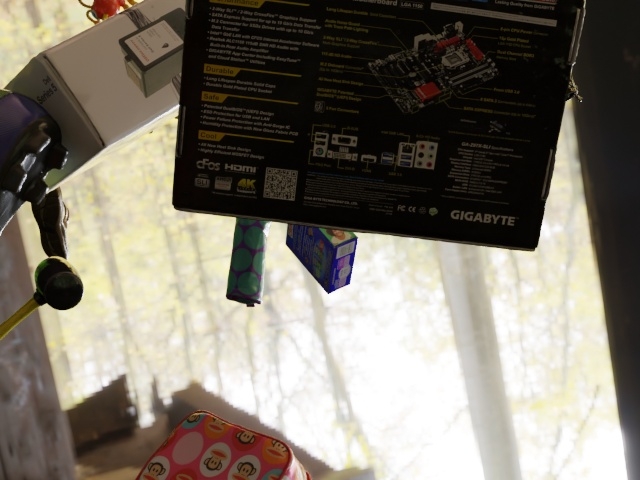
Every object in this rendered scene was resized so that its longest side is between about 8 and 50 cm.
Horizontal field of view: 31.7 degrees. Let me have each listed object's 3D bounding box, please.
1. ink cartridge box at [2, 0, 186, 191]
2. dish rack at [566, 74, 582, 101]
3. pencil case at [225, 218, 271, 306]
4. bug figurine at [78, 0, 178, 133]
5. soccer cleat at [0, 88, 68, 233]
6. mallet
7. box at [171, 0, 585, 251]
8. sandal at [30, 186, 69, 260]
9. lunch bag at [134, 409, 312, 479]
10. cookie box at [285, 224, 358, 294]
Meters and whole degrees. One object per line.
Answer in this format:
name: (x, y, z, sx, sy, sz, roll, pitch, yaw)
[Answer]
ink cartridge box: (-0.205, -0.175, 1.223, 0.273, 0.115, 0.198, -38, -171, -36)
dish rack: (0.205, -0.148, 1.314, 0.208, 0.074, 0.271, -36, -176, 16)
pencil case: (-0.117, 0.030, 1.863, 0.064, 0.152, 0.070, 4, 166, 11)
bug figurine: (-0.231, -0.294, 1.540, 0.072, 0.279, 0.216, 5, -128, 19)
soccer cleat: (-0.363, -0.020, 1.078, 0.121, 0.289, 0.093, 34, 172, 18)
mallet: (-0.291, 0.083, 1.004, 0.189, 0.039, 0.062, -38, -156, -1)
box: (0.044, -0.137, 0.945, 0.322, 0.257, 0.079, 6, -162, -1)
sandal: (-0.489, -0.041, 2.086, 0.072, 0.180, 0.049, 18, -140, 25)
lunch bag: (-0.184, 0.441, 1.932, 0.293, 0.120, 0.258, 15, -122, 42)
cookie box: (0.000, 0.000, 1.476, 0.040, 0.092, 0.107, -22, -128, -27)
